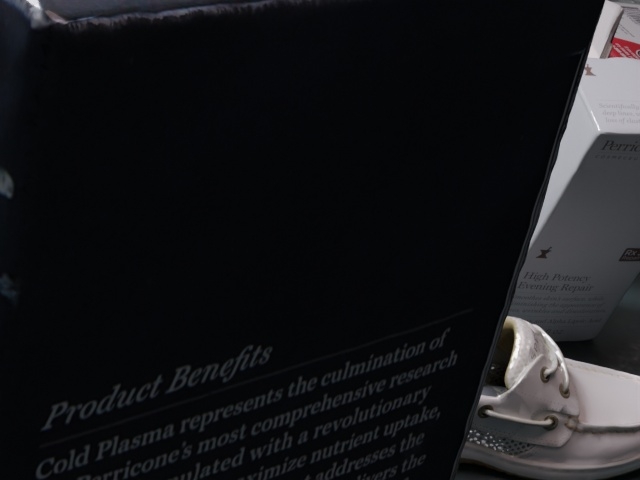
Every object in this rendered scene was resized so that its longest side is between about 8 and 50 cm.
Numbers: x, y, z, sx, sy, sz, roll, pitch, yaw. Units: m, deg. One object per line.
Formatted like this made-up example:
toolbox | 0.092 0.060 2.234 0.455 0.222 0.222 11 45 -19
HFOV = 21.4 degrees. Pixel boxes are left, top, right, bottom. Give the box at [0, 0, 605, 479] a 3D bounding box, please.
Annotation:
box | -0.175 -0.009 0.824 0.297 0.472 0.480 -13 39 -42

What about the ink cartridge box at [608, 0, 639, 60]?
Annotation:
ink cartridge box | 0.376 -0.152 1.727 0.272 0.114 0.197 1 30 -22

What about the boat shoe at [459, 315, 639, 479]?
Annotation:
boat shoe | 0.131 0.101 1.170 0.277 0.096 0.098 4 30 -20

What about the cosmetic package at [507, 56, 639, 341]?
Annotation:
cosmetic package | 0.196 -0.026 1.277 0.117 0.231 0.085 0 49 -24

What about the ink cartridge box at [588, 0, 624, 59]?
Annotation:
ink cartridge box | 0.112 -0.131 1.442 0.232 0.171 0.168 21 58 8
